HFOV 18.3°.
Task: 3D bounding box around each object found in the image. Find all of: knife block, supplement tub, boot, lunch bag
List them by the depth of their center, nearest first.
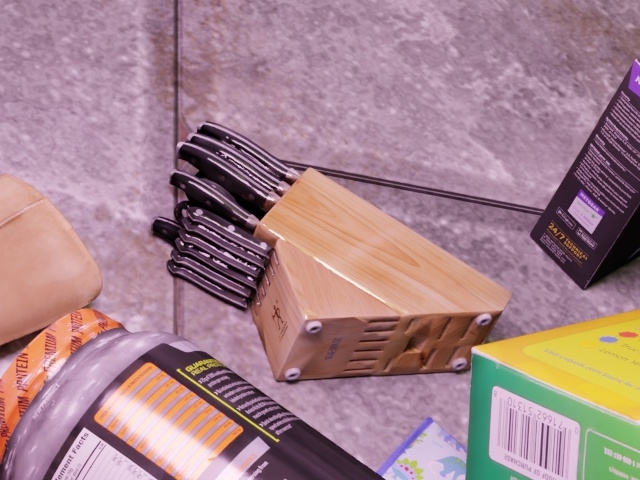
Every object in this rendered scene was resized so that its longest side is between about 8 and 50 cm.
[{"bbox_3d":[-0.086,0.195,1.429,0.316,0.193,0.193,34,45,19],"label":"supplement tub"},{"bbox_3d":[0.083,0.234,1.550,0.129,0.096,0.151,37,36,11],"label":"lunch bag"},{"bbox_3d":[-0.342,0.013,1.571,0.269,0.089,0.236,-33,84,-40],"label":"boot"},{"bbox_3d":[0.000,0.000,1.731,0.275,0.088,0.242,-1,51,-24],"label":"knife block"}]

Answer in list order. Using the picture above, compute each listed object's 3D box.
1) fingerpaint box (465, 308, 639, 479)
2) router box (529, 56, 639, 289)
[{"bbox_3d":[0.384,0.179,1.428,0.371,0.163,0.445,-11,20,-36],"label":"fingerpaint box"},{"bbox_3d":[0.363,-0.107,1.881,0.309,0.243,0.081,-26,64,-39],"label":"router box"}]
